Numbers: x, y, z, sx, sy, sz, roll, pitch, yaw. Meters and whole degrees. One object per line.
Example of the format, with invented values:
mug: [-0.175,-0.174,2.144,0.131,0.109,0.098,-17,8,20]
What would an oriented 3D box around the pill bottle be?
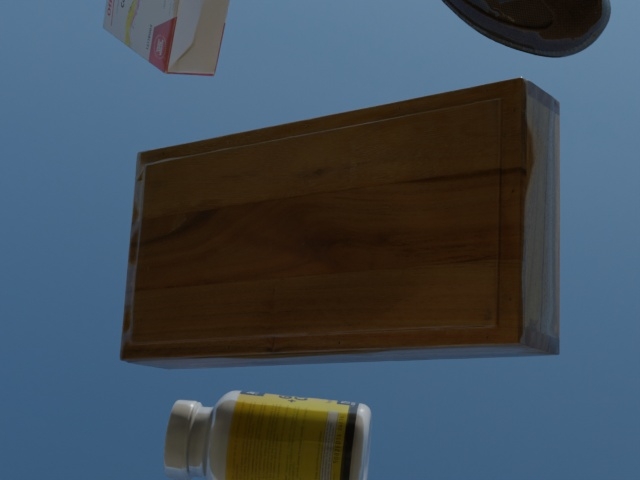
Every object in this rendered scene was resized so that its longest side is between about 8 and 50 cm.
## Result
pill bottle: [-0.047,0.194,1.047,0.184,0.103,0.103,5,-104,5]

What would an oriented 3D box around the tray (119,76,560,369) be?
tray: [0.000,0.000,0.959,0.411,0.076,0.203,-7,-106,38]

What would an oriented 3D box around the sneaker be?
sneaker: [0.068,-0.165,0.582,0.188,0.071,0.066,43,-80,15]

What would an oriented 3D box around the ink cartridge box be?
ink cartridge box: [-0.180,-0.267,1.238,0.198,0.067,0.115,38,-58,46]
